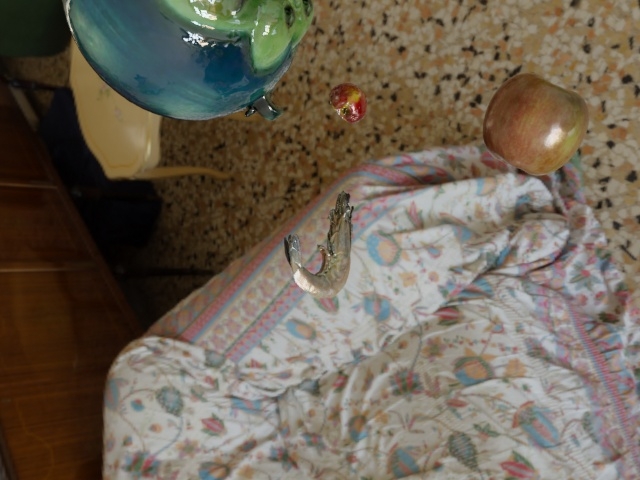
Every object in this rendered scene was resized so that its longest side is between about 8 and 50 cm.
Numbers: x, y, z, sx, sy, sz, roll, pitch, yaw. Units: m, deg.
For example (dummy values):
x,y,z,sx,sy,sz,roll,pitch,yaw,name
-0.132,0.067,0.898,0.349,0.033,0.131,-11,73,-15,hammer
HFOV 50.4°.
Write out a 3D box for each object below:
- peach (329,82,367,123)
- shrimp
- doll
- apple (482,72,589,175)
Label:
x,y,z,sx,sy,sz,roll,pitch,yaw,name
0.057,-0.266,1.288,0.050,0.077,0.083,-45,17,30,peach
0.000,0.000,1.316,0.046,0.152,0.220,-5,70,56,shrimp
-0.133,-0.232,0.558,0.186,0.198,0.322,-31,98,37,doll
0.408,-0.219,1.301,0.188,0.188,0.174,37,110,42,apple
